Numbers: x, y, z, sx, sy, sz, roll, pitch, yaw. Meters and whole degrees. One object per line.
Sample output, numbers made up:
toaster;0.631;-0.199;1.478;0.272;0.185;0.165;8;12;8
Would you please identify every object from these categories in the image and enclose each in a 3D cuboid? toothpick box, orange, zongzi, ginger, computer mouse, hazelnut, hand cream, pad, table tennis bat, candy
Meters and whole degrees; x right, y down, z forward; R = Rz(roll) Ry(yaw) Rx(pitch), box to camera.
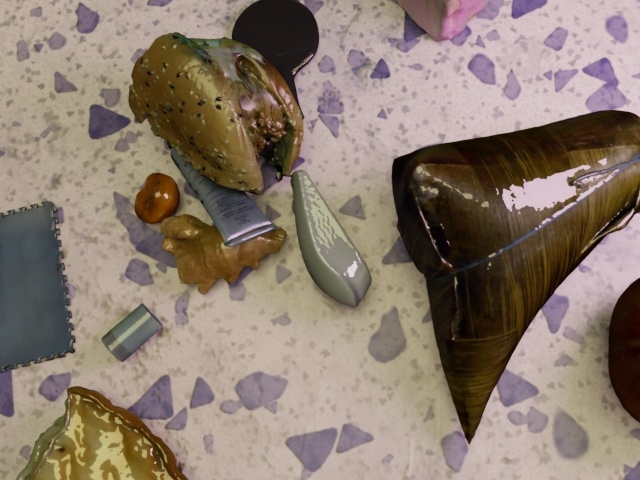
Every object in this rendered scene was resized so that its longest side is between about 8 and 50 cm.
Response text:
toothpick box;-0.294;0.144;1.288;0.083;0.052;0.052;-41;76;-6
orange;-0.260;-0.065;1.328;0.062;0.086;0.086;26;78;-25
zongzi;0.332;0.043;1.208;0.403;0.208;0.433;-14;93;-9
ginger;-0.157;0.019;1.293;0.205;0.081;0.115;3;58;9
computer mouse;0.000;0.000;1.259;0.079;0.128;0.231;-27;74;-8
hazelnut;0.494;0.149;1.134;0.229;0.229;0.230;-1;76;5
hand cream;-0.169;-0.086;1.297;0.088;0.055;0.256;-21;52;-28
pad;-0.543;0.087;1.346;0.268;0.012;0.270;-12;75;2
table tennis bat;-0.068;-0.310;1.392;0.150;0.027;0.237;-14;74;1
candy;0.192;-0.444;1.278;0.115;0.265;0.156;-36;76;-7

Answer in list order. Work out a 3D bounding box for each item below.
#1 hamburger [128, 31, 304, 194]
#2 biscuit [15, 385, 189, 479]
hamburger;-0.158;-0.214;1.271;0.288;0.192;0.167;40;53;13
biscuit;-0.357;0.410;1.221;0.335;0.078;0.329;-37;79;-4
